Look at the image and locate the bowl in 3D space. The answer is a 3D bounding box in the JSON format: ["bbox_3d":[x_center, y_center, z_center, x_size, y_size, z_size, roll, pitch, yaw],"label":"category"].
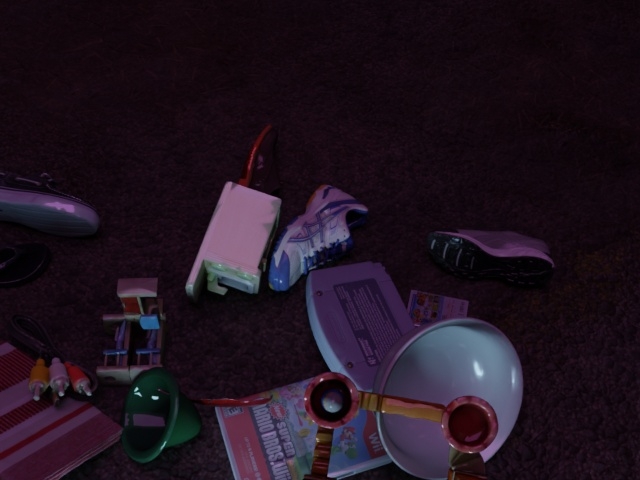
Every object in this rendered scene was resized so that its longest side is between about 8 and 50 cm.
[{"bbox_3d":[0.207,0.268,1.538,0.298,0.297,0.134,-23,18,-18],"label":"bowl"}]

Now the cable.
[{"bbox_3d":[-0.508,0.216,1.617,0.139,0.072,0.287,5,30,-35],"label":"cable"}]

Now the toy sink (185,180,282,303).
[{"bbox_3d":[-0.169,0.026,1.724,0.131,0.153,0.234,19,72,1],"label":"toy sink"}]

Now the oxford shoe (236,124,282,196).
[{"bbox_3d":[-0.132,-0.145,1.931,0.098,0.097,0.271,21,60,-7],"label":"oxford shoe"}]

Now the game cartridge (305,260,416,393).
[{"bbox_3d":[0.086,0.175,1.682,0.196,0.060,0.294,-6,51,-24],"label":"game cartridge"}]

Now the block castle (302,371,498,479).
[{"bbox_3d":[0.095,0.444,1.288,0.303,0.213,0.453,9,82,4],"label":"block castle"}]

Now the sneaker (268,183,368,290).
[{"bbox_3d":[0.000,0.000,1.798,0.131,0.112,0.296,24,56,15],"label":"sneaker"}]

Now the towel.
[{"bbox_3d":[-0.554,0.314,1.527,0.329,0.037,0.237,31,29,21],"label":"towel"}]

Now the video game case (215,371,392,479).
[{"bbox_3d":[-0.033,0.359,1.576,0.285,0.025,0.204,-14,54,-12],"label":"video game case"}]

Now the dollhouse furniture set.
[{"bbox_3d":[-0.365,0.176,1.607,0.129,0.183,0.129,-2,53,-3],"label":"dollhouse furniture set"}]

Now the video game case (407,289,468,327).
[{"bbox_3d":[0.240,0.150,1.751,0.122,0.011,0.087,11,54,7],"label":"video game case"}]

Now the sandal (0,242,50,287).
[{"bbox_3d":[-0.697,0.054,1.773,0.255,0.054,0.097,-12,54,-10],"label":"sandal"}]

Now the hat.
[{"bbox_3d":[-0.241,0.338,1.578,0.208,0.183,0.173,3,75,49],"label":"hat"}]

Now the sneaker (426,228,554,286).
[{"bbox_3d":[0.360,0.022,1.811,0.272,0.100,0.108,12,39,3],"label":"sneaker"}]

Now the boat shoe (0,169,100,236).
[{"bbox_3d":[-0.627,-0.100,1.851,0.335,0.121,0.119,13,58,11],"label":"boat shoe"}]
